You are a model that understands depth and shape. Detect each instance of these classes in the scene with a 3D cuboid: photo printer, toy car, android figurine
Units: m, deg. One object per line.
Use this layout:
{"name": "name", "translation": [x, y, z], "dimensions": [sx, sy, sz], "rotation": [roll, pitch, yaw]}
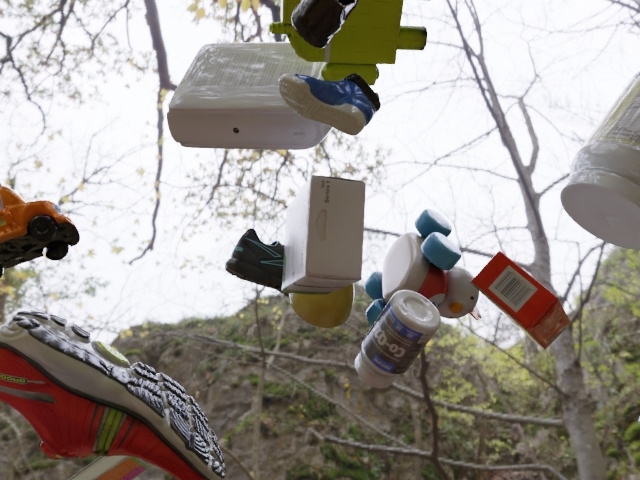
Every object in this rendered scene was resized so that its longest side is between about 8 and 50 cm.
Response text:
{"name": "photo printer", "translation": [-0.105, -0.279, 1.134], "dimensions": [0.307, 0.256, 0.107], "rotation": [2, -43, 10]}
{"name": "toy car", "translation": [-0.151, -0.016, 0.245], "dimensions": [0.060, 0.041, 0.122], "rotation": [-26, -14, -1]}
{"name": "toy car", "translation": [0.246, 0.101, 1.211], "dimensions": [0.237, 0.210, 0.219], "rotation": [31, -66, -13]}
{"name": "android figurine", "translation": [0.050, -0.381, 0.990], "dimensions": [0.272, 0.056, 0.248], "rotation": [0, -57, -10]}

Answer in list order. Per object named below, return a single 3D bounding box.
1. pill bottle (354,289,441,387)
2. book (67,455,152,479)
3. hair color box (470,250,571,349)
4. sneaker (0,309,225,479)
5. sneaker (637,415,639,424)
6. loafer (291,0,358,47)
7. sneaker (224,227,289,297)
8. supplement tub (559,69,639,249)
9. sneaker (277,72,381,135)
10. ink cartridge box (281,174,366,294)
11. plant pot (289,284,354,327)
{"name": "pill bottle", "translation": [0.107, 0.145, 0.860], "dimensions": [0.078, 0.078, 0.137], "rotation": [19, -57, -14]}
{"name": "book", "translation": [-0.356, 0.399, 1.012], "dimensions": [0.144, 0.035, 0.096], "rotation": [-33, -35, -16]}
{"name": "hair color box", "translation": [0.205, 0.064, 0.603], "dimensions": [0.043, 0.072, 0.141], "rotation": [-49, -32, 6]}
{"name": "sneaker", "translation": [-0.225, 0.185, 0.623], "dimensions": [0.279, 0.107, 0.118], "rotation": [39, -88, -14]}
{"name": "sneaker", "translation": [0.565, 0.237, 0.760], "dimensions": [0.255, 0.151, 0.094], "rotation": [28, -8, 44]}
{"name": "loafer", "translation": [0.030, -0.347, 0.811], "dimensions": [0.080, 0.220, 0.078], "rotation": [34, -40, -24]}
{"name": "sneaker", "translation": [-0.070, 0.064, 1.279], "dimensions": [0.267, 0.106, 0.101], "rotation": [26, -14, -31]}
{"name": "supplement tub", "translation": [0.655, -0.168, 1.194], "dimensions": [0.235, 0.325, 0.235], "rotation": [37, -11, 9]}
{"name": "sneaker", "translation": [0.017, -0.216, 0.881], "dimensions": [0.152, 0.084, 0.058], "rotation": [29, -35, 20]}
{"name": "ink cartridge box", "translation": [0.000, 0.000, 0.986], "dimensions": [0.092, 0.160, 0.219], "rotation": [6, -11, -13]}
{"name": "plant pot", "translation": [0.015, 0.092, 1.192], "dimensions": [0.134, 0.134, 0.095], "rotation": [15, -47, -11]}
